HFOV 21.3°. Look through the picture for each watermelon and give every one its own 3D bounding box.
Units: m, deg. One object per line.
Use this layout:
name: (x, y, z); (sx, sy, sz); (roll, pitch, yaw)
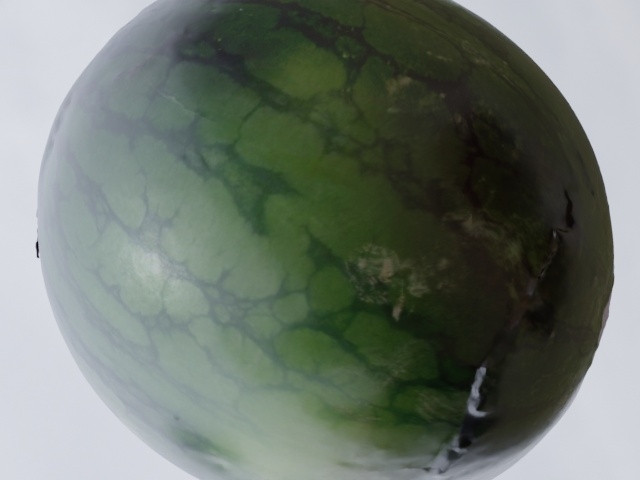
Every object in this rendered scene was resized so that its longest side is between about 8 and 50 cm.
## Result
watermelon: (0.000, 0.000, 1.045); (0.363, 0.363, 0.363); (51, -155, -34)
